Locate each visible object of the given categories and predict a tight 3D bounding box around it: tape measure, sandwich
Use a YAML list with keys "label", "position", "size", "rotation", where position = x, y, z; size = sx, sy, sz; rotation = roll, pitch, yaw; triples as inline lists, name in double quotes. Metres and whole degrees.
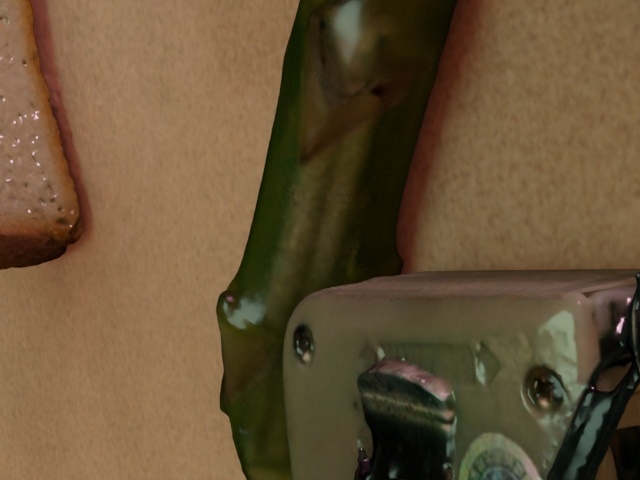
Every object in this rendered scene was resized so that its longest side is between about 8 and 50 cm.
- label: "tape measure"
  position: [0.082, 0.110, 0.797]
  size: [0.235, 0.115, 0.207]
  rotation: [-2, 93, 52]
- label: "sandwich"
  position: [-0.297, -0.085, 1.110]
  size: [0.099, 0.288, 0.254]
  rotation: [-18, 87, 49]

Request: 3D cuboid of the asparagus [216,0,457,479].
- label: "asparagus"
  position: [-0.001, 0.001, 0.915]
  size: [0.085, 0.082, 0.343]
  rotation: [20, 119, 10]
